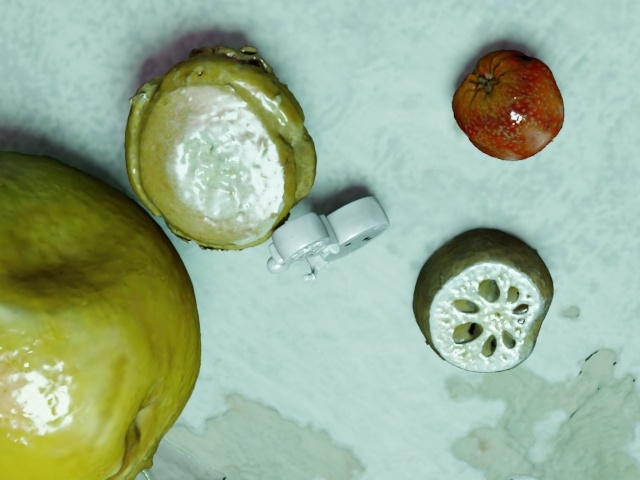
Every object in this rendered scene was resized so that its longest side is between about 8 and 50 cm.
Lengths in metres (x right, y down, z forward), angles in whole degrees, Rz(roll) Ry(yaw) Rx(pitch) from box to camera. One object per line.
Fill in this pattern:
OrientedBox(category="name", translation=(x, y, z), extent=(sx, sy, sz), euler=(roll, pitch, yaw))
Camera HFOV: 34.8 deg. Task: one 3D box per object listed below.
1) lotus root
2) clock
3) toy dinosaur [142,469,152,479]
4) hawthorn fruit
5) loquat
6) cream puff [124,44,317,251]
OrientedBox(category="lotus root", translation=(0.136, 0.054, 0.873), extent=(0.112, 0.081, 0.122), euler=(19, 110, 3))
OrientedBox(category="clock", translation=(0.000, 0.000, 0.832), extent=(0.087, 0.129, 0.041), euler=(-36, 77, 31))
OrientedBox(category="toy dinosaur", translation=(-0.222, 0.172, 0.945), extent=(0.180, 0.058, 0.037), euler=(28, 117, -22))
OrientedBox(category="hawthorn fruit", translation=(0.152, -0.104, 0.810), extent=(0.093, 0.093, 0.093), euler=(1, 110, 2))
OrientedBox(category="loquat", translation=(-0.237, 0.078, 0.786), extent=(0.284, 0.276, 0.276), euler=(36, 108, 3))
OrientedBox(category="cream puff", translation=(-0.076, -0.073, 0.807), extent=(0.150, 0.115, 0.165), euler=(11, 110, -2))
